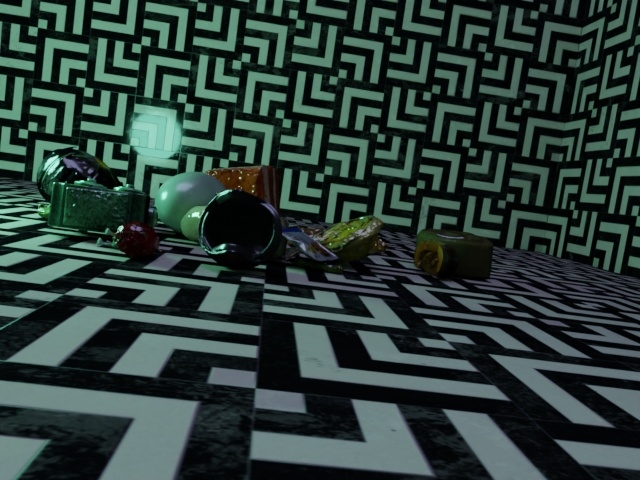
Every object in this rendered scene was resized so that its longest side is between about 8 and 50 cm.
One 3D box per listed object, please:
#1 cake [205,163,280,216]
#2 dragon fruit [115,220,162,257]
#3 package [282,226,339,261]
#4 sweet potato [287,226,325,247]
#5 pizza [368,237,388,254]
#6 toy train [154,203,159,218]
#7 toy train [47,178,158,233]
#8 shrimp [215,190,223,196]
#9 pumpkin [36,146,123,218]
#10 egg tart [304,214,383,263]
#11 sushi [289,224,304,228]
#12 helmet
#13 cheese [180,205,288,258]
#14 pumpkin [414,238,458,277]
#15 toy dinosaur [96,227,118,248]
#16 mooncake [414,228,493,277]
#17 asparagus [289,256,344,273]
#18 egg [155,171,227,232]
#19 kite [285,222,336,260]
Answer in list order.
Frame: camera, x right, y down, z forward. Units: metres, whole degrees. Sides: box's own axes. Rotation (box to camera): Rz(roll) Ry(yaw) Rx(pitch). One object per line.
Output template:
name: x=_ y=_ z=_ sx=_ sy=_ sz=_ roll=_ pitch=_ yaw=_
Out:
cake: x=-0.330 y=-0.182 z=2.408 sx=0.269 sy=0.270 sz=0.319 roll=-2 pitch=2 yaw=9
dragon fruit: x=-0.442 y=0.003 z=1.429 sx=0.094 sy=0.094 sz=0.190 roll=10 pitch=-6 yaw=14
package: x=-0.040 y=0.010 z=1.644 sx=0.173 sy=0.027 sz=0.171 roll=38 pitch=15 yaw=17
sweet potato: x=0.000 y=0.000 z=2.084 sx=0.251 sy=0.097 sz=0.097 roll=5 pitch=6 yaw=-17
pizza: x=0.176 y=0.003 z=2.386 sx=0.225 sy=0.086 sz=0.335 roll=6 pitch=4 yaw=-14
toy train: x=-0.683 y=-0.124 z=2.458 sx=0.038 sy=0.071 sz=0.147 roll=6 pitch=4 yaw=-43
toy train: x=-0.631 y=-0.094 z=1.647 sx=0.298 sy=0.167 sz=0.238 roll=7 pitch=1 yaw=-10
shrimp: x=-0.311 y=-0.072 z=1.953 sx=0.115 sy=0.217 sz=0.051 roll=4 pitch=39 yaw=45
pumpkin: x=-0.825 y=-0.158 z=1.914 sx=0.295 sy=0.296 sz=0.296 roll=8 pitch=5 yaw=-1
egg tart: x=0.081 y=0.012 z=1.847 sx=0.290 sy=0.107 sz=0.291 roll=-21 pitch=12 yaw=5
sushi: x=-0.183 y=-0.033 z=2.377 sx=0.279 sy=0.043 sz=0.192 roll=-4 pitch=3 yaw=40
helmet: x=-0.205 y=-0.022 z=1.456 sx=0.215 sy=0.190 sz=0.193 roll=3 pitch=-18 yaw=-1
cheese: x=-0.258 y=-0.026 z=1.748 sx=0.350 sy=0.130 sz=0.328 roll=7 pitch=6 yaw=-11
pumpkin: x=0.399 y=0.064 z=1.891 sx=0.107 sy=0.119 sz=0.183 roll=5 pitch=12 yaw=-19
toy dinosaur: x=-0.522 y=0.006 z=1.499 sx=0.106 sy=0.044 sz=0.187 roll=25 pitch=-17 yaw=-36
mooncake: x=0.493 y=0.041 z=2.093 sx=0.284 sy=0.156 sz=0.284 roll=8 pitch=7 yaw=-1
asparagus: x=-0.012 y=0.071 z=1.644 sx=0.165 sy=0.030 sz=0.036 roll=11 pitch=30 yaw=14
egg: x=-0.450 y=-0.129 z=2.002 sx=0.229 sy=0.230 sz=0.371 roll=10 pitch=4 yaw=14
kite: x=-0.036 y=0.005 z=1.813 sx=0.198 sy=0.006 sz=0.244 roll=-10 pitch=22 yaw=48
